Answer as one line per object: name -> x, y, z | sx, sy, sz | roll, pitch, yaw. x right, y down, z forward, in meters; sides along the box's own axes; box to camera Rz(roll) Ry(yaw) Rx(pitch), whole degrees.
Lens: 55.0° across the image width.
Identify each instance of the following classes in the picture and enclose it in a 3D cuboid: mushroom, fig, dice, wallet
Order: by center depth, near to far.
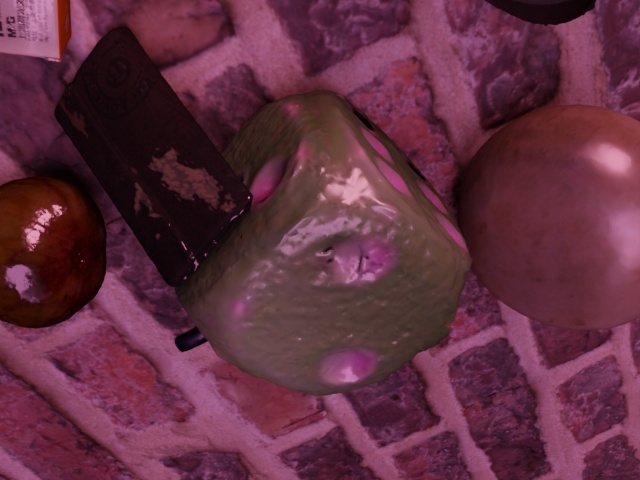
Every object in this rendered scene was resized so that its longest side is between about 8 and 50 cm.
wallet -> -0.225, -0.110, 0.786 | 0.170, 0.321, 0.044 | -44, 161, 20
dice -> 0.000, 0.000, 0.889 | 0.318, 0.322, 0.330 | 32, 115, -31
fig -> -0.481, 0.008, 0.891 | 0.320, 0.217, 0.217 | 7, 128, 11
mushroom -> 0.404, -0.042, 0.976 | 0.294, 0.362, 0.363 | -32, 142, -43

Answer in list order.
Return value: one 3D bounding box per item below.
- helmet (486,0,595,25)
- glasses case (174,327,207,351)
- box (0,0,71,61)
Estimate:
helmet -> 0.226, -0.406, 0.719 | 0.305, 0.225, 0.177 | 21, 91, -38
glasses case -> -0.236, 0.186, 1.161 | 0.083, 0.023, 0.033 | -28, 129, 7
box -> -0.397, -0.351, 0.677 | 0.220, 0.091, 0.274 | 6, 125, -16
